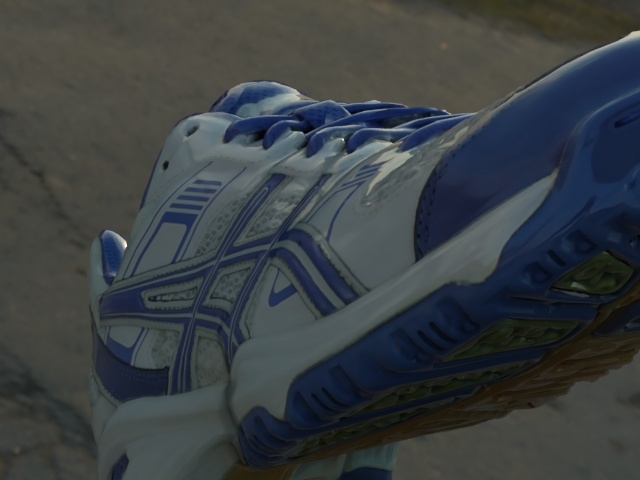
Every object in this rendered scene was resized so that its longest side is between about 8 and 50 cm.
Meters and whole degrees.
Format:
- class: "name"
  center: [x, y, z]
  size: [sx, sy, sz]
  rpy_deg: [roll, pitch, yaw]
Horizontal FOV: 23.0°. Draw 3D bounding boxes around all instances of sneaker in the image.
- class: "sneaker"
  center: [0.000, 0.000, 0.450]
  size: [0.112, 0.296, 0.131]
  rpy_deg: [-2, 69, -36]
